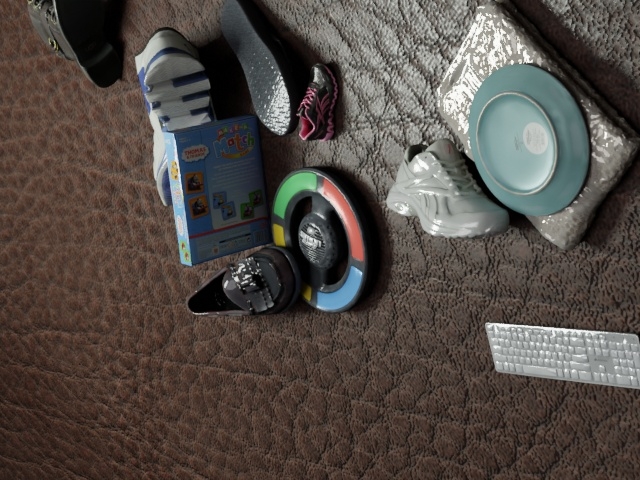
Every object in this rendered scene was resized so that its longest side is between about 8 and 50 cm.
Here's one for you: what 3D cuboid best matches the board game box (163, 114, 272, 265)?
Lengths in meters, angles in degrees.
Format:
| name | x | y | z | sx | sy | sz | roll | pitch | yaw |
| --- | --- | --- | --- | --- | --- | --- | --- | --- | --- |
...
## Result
| name | x | y | z | sx | sy | sz | roll | pitch | yaw |
| --- | --- | --- | --- | --- | --- | --- | --- | --- | --- |
| board game box | -0.160 | -0.082 | 2.035 | 0.039 | 0.160 | 0.212 | 13 | 113 | 51 |

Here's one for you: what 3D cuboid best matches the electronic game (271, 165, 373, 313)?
| name | x | y | z | sx | sy | sz | roll | pitch | yaw |
| --- | --- | --- | --- | --- | --- | --- | --- | --- | --- |
| electronic game | 0.000 | 0.000 | 1.955 | 0.229 | 0.048 | 0.229 | 24 | 121 | 46 |

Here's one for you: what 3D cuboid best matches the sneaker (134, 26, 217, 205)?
| name | x | y | z | sx | sy | sz | roll | pitch | yaw |
| --- | --- | --- | --- | --- | --- | --- | --- | --- | --- |
| sneaker | -0.229 | -0.225 | 2.114 | 0.182 | 0.127 | 0.316 | -106 | 9 | -45 |

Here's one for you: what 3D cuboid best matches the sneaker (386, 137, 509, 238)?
| name | x | y | z | sx | sy | sz | roll | pitch | yaw |
| --- | --- | --- | --- | --- | --- | --- | --- | --- | --- |
| sneaker | 0.164 | -0.071 | 1.672 | 0.232 | 0.090 | 0.115 | 28 | 117 | 54 |

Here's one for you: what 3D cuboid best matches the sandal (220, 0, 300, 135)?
| name | x | y | z | sx | sy | sz | roll | pitch | yaw |
| --- | --- | --- | --- | --- | --- | --- | --- | --- | --- |
| sandal | -0.079 | -0.274 | 1.953 | 0.097 | 0.054 | 0.255 | -54 | 50 | 46 |

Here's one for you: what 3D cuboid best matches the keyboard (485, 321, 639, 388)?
| name | x | y | z | sx | sy | sz | roll | pitch | yaw |
| --- | --- | --- | --- | --- | --- | --- | --- | --- | --- |
| keyboard | 0.311 | 0.145 | 1.642 | 0.256 | 0.014 | 0.072 | 1 | 104 | 52 |

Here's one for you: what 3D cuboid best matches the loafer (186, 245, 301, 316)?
| name | x | y | z | sx | sy | sz | roll | pitch | yaw |
| --- | --- | --- | --- | --- | --- | --- | --- | --- | --- |
| loafer | -0.127 | 0.084 | 2.077 | 0.302 | 0.095 | 0.109 | -23 | 87 | 63 |

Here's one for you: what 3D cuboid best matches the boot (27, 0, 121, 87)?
| name | x | y | z | sx | sy | sz | roll | pitch | yaw |
| --- | --- | --- | --- | --- | --- | --- | --- | --- | --- |
| boot | -0.474 | -0.405 | 2.331 | 0.229 | 0.091 | 0.263 | 37 | 152 | 39 |

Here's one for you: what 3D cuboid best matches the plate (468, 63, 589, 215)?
| name | x | y | z | sx | sy | sz | roll | pitch | yaw |
| --- | --- | --- | --- | --- | --- | --- | --- | --- | --- |
| plate | 0.241 | -0.118 | 1.542 | 0.188 | 0.024 | 0.188 | 23 | 122 | 45 |

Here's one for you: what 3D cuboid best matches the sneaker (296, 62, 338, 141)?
| name | x | y | z | sx | sy | sz | roll | pitch | yaw |
| --- | --- | --- | --- | --- | --- | --- | --- | --- | --- |
| sneaker | -0.009 | -0.199 | 1.882 | 0.047 | 0.057 | 0.119 | 24 | 120 | 47 |

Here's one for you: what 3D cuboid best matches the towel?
| name | x | y | z | sx | sy | sz | roll | pitch | yaw |
| --- | --- | --- | --- | --- | --- | --- | --- | --- | --- |
| towel | 0.256 | -0.146 | 1.570 | 0.282 | 0.049 | 0.187 | 51 | 139 | 26 |
